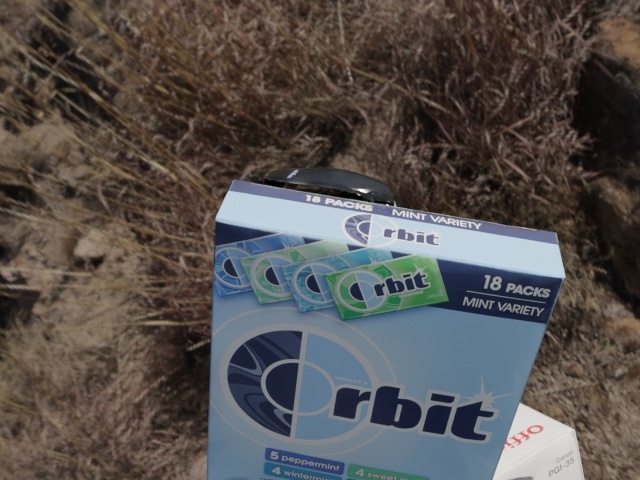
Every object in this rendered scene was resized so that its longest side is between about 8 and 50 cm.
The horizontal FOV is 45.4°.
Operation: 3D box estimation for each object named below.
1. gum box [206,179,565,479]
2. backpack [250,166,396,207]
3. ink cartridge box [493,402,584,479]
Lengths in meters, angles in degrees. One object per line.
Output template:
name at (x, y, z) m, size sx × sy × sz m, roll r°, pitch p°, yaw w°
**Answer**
gum box at (0.022, 0.068, 0.398) m, size 0.156 × 0.185 × 0.041 m, roll 10°, pitch 34°, yaw 3°
backpack at (0.000, 0.000, 0.808) m, size 0.181 × 0.115 × 0.152 m, roll -3°, pitch 43°, yaw 17°
ink cartridge box at (0.143, 0.269, 0.923) m, size 0.207 × 0.117 × 0.283 m, roll -22°, pitch 17°, yaw -21°
